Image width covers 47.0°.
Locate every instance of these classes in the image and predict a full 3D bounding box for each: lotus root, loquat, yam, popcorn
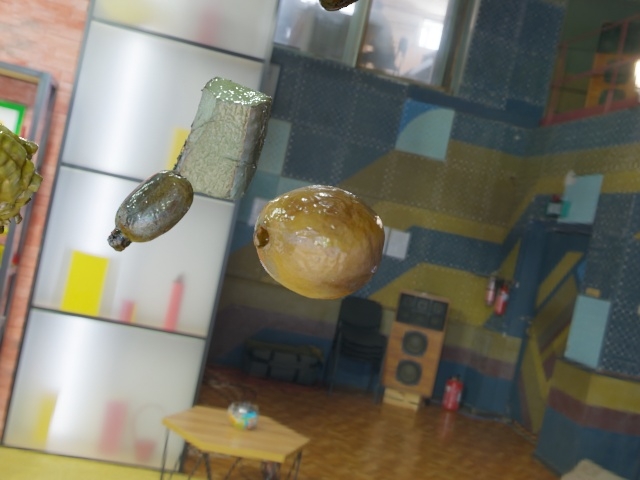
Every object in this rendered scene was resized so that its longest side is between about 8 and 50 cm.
[{"bbox_3d":[-0.322,-0.054,1.379,0.113,0.192,0.088,32,-21,42],"label":"lotus root"},{"bbox_3d":[0.000,0.000,1.307,0.239,0.193,0.238,17,11,-3],"label":"loquat"},{"bbox_3d":[-0.240,-0.260,1.850,0.203,0.271,0.201,19,22,1],"label":"yam"},{"bbox_3d":[-0.542,-0.113,1.142,0.218,0.169,0.189,-5,-22,35],"label":"popcorn"}]

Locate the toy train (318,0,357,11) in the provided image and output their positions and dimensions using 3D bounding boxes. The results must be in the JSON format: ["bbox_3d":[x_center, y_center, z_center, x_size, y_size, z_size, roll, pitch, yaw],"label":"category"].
[{"bbox_3d":[0.089,-0.344,0.825,0.234,0.051,0.052,-31,-42,25],"label":"toy train"}]
